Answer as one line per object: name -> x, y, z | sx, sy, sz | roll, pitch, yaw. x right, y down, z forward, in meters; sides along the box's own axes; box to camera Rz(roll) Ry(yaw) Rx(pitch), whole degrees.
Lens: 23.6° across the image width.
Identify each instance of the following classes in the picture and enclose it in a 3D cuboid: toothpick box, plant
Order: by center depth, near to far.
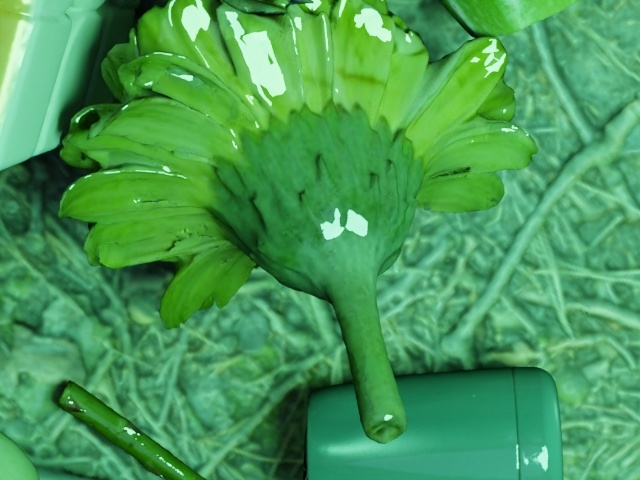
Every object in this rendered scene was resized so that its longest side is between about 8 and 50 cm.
plant -> -0.015, -0.046, 0.963 | 0.305, 0.297, 0.261 | -18, 111, 4
toothpick box -> 0.078, 0.152, 1.095 | 0.184, 0.120, 0.120 | -1, 99, 4

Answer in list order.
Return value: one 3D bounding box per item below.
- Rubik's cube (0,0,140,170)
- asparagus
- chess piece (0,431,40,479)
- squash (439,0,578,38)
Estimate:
Rubik's cube -> -0.262, -0.228, 0.948 | 0.291, 0.290, 0.291 | 19, 100, 2
asparagus -> -0.095, 0.187, 1.151 | 0.248, 0.024, 0.025 | 38, 140, -5
chess piece -> -0.189, 0.268, 1.103 | 0.330, 0.182, 0.182 | 43, 97, 1
squash -> 0.127, -0.218, 1.024 | 0.170, 0.170, 0.123 | -29, 109, 5
